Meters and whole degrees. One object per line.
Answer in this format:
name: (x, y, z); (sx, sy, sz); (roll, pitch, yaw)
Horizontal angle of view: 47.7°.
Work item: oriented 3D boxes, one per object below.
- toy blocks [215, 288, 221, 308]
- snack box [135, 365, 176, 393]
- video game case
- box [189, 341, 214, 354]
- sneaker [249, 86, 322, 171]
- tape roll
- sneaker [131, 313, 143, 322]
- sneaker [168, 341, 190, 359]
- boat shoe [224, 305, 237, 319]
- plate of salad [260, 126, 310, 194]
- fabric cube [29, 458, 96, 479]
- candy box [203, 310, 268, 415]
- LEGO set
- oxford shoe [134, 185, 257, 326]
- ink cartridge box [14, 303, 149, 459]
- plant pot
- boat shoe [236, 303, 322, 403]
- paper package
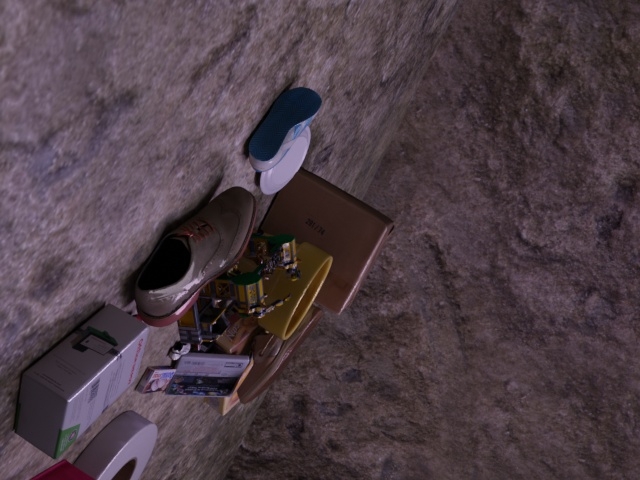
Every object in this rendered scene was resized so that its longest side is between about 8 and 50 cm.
toy blocks: (-0.305, 0.204, 1.837); (0.123, 0.054, 0.148); (-50, 167, -54)
snack box: (-0.408, 0.346, 1.802); (0.064, 0.022, 0.178); (-61, 171, -5)
video game case: (-0.309, 0.366, 1.963); (0.022, 0.190, 0.173); (-109, -145, -43)
box: (-0.330, 0.297, 1.960); (0.052, 0.062, 0.083); (-52, 168, -45)
sneaker: (-0.083, -0.249, 1.606); (0.229, 0.087, 0.092); (-50, 175, -21)
tape roll: (-0.532, 0.596, 1.735); (0.392, 0.072, 0.392); (-59, 171, -15)
sneaker: (-0.385, 0.199, 1.403); (0.067, 0.042, 0.118); (43, 68, -85)
sneaker: (-0.354, 0.273, 1.848); (0.037, 0.032, 0.083); (-65, 171, 28)
boat shoe: (-0.268, 0.233, 2.141); (0.184, 0.066, 0.063); (-32, 123, -49)
plate of salad: (-0.092, -0.204, 1.784); (0.200, 0.048, 0.200); (-48, 160, -25)
fabric cube: (-0.503, 0.628, 1.386); (0.259, 0.258, 0.254); (-62, 172, 7)
candy box: (-0.244, 0.344, 2.106); (0.183, 0.087, 0.316); (-40, 153, -41)
LEGO set: (-0.180, 0.121, 1.613); (0.331, 0.254, 0.192); (-69, 156, -66)
oxford shoe: (-0.234, 0.009, 1.416); (0.348, 0.123, 0.130); (-57, 165, -29)
ink cartridge box: (-0.404, 0.235, 1.237); (0.219, 0.092, 0.160); (-49, 166, -55)
plant pot: (-0.131, 0.092, 1.867); (0.254, 0.239, 0.254); (-59, 171, -15)
boat shoe: (-0.134, 0.301, 2.023); (0.341, 0.110, 0.121); (-52, 167, -1)
paper package: (0.000, 0.000, 2.057); (0.310, 0.324, 0.168); (-61, 171, 10)
